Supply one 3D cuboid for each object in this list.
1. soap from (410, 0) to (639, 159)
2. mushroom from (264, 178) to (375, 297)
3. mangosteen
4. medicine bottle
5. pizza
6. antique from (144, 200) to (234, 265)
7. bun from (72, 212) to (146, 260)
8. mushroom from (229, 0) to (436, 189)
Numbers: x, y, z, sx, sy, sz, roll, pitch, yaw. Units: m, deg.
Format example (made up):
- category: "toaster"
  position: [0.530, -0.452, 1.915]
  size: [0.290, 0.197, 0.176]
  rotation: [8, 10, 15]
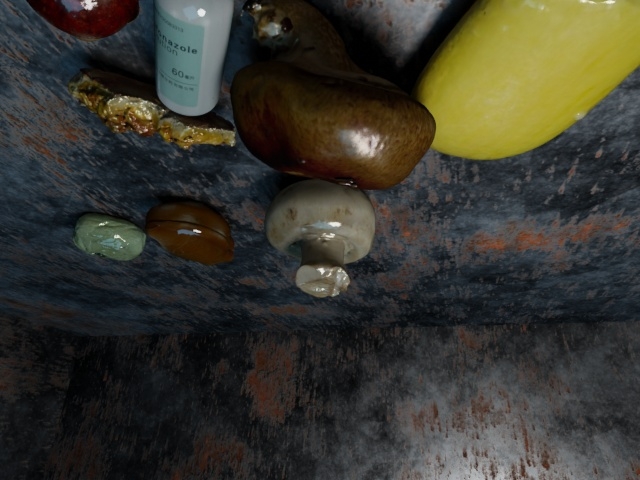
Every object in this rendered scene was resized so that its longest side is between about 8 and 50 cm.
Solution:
- category: "soap"
  position: [0.329, -0.269, 0.705]
  size: [0.306, 0.115, 0.427]
  rotation: [7, 156, -16]
- category: "mushroom"
  position: [0.000, 0.000, 1.098]
  size: [0.298, 0.289, 0.297]
  rotation: [3, 154, 1]
- category: "mangosteen"
  position: [-0.330, -0.336, 0.589]
  size: [0.156, 0.145, 0.181]
  rotation: [16, 152, -32]
- category: "medicine bottle"
  position: [-0.183, -0.332, 0.624]
  size: [0.110, 0.110, 0.352]
  rotation: [10, 154, -15]
- category: "pizza"
  position: [-0.306, -0.231, 0.803]
  size: [0.306, 0.161, 0.085]
  rotation: [18, 118, -16]
- category: "antique"
  position: [-0.376, -0.022, 1.276]
  size: [0.224, 0.128, 0.278]
  rotation: [-15, 149, 32]
- category: "bun"
  position: [-0.669, 0.002, 1.378]
  size: [0.221, 0.108, 0.221]
  rotation: [2, 154, 1]
- category: "mushroom"
  position: [0.026, -0.222, 0.690]
  size: [0.346, 0.259, 0.345]
  rotation: [12, -162, -4]
